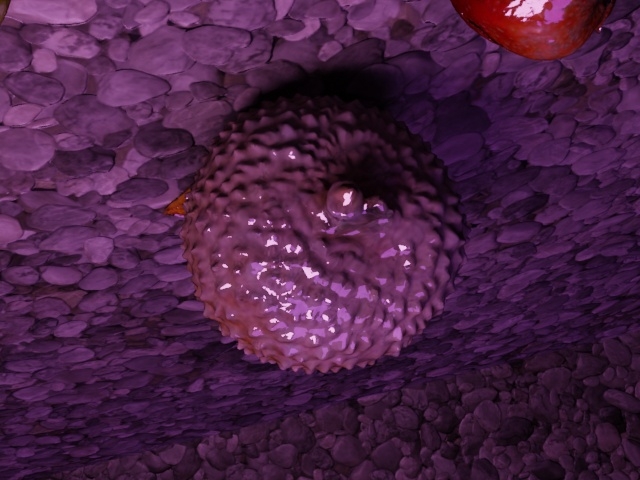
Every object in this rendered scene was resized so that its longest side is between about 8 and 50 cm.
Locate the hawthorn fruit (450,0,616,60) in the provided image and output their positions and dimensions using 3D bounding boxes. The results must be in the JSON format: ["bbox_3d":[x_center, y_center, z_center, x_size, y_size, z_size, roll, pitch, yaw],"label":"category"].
[{"bbox_3d":[0.205,-0.293,0.939,0.235,0.181,0.181,16,165,24],"label":"hawthorn fruit"}]

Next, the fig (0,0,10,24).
[{"bbox_3d":[-0.332,-0.246,0.783,0.156,0.123,0.123,-43,145,24],"label":"fig"}]

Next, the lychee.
[{"bbox_3d":[0.000,0.000,1.164,0.381,0.380,0.432,-8,168,-15],"label":"lychee"}]

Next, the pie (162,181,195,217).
[{"bbox_3d":[-0.156,-0.079,1.315,0.088,0.033,0.191,2,150,-40],"label":"pie"}]
